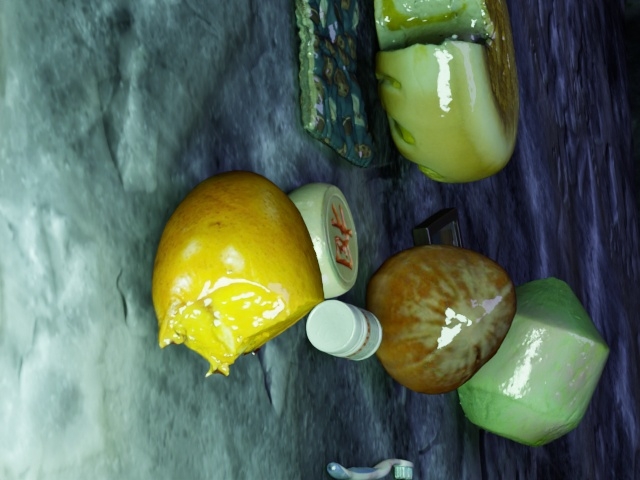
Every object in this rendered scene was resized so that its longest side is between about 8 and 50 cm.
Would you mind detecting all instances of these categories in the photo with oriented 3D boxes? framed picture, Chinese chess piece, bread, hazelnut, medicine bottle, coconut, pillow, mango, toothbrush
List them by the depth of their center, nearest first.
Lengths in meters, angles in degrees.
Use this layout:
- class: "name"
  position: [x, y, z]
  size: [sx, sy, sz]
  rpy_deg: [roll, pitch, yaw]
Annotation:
- class: "mango"
  position: [-0.065, 0.019, 1.315]
  size: [0.154, 0.126, 0.252]
  rpy_deg: [55, 17, -12]
- class: "Chinese chess piece"
  position: [0.000, 0.000, 1.610]
  size: [0.122, 0.051, 0.122]
  rpy_deg: [-9, 90, -70]
- class: "medicine bottle"
  position: [0.026, 0.095, 1.634]
  size: [0.089, 0.057, 0.057]
  rpy_deg: [26, 58, -66]
- class: "toothbrush"
  position: [0.059, 0.254, 1.713]
  size: [0.269, 0.021, 0.027]
  rpy_deg: [20, 57, -67]
- class: "pillow"
  position: [0.012, -0.217, 1.770]
  size: [0.189, 0.034, 0.255]
  rpy_deg: [30, 52, -68]
- class: "hazelnut"
  position: [0.133, 0.083, 1.787]
  size: [0.182, 0.182, 0.182]
  rpy_deg: [-9, 90, -70]
- class: "bread"
  position: [0.157, -0.233, 1.986]
  size: [0.333, 0.160, 0.333]
  rpy_deg: [-7, 90, -70]
- class: "framed picture"
  position: [0.167, 0.031, 2.105]
  size: [0.168, 0.023, 0.128]
  rpy_deg: [-30, 110, -69]
- class: "coconut"
  position: [0.291, 0.162, 2.139]
  size: [0.204, 0.236, 0.236]
  rpy_deg: [-172, -110, -68]
